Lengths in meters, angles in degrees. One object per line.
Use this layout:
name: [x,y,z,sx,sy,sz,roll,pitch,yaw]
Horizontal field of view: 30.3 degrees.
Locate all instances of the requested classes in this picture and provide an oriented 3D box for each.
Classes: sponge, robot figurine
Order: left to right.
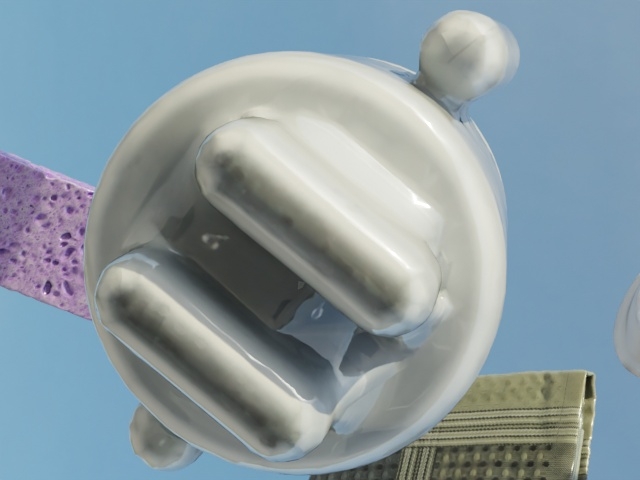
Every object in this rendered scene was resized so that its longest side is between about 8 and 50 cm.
sponge: [-0.248,-0.002,1.091,0.031,0.210,0.117,-111,-137,-81]
robot figurine: [0.000,0.000,0.640,0.200,0.353,0.300,43,-77,1]

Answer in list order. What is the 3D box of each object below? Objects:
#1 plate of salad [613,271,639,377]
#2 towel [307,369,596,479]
plate of salad: [0.303,0.034,0.856,0.048,0.200,0.200,46,-41,-18]
towel: [0.111,0.276,1.155,0.324,0.056,0.312,-10,-132,36]
